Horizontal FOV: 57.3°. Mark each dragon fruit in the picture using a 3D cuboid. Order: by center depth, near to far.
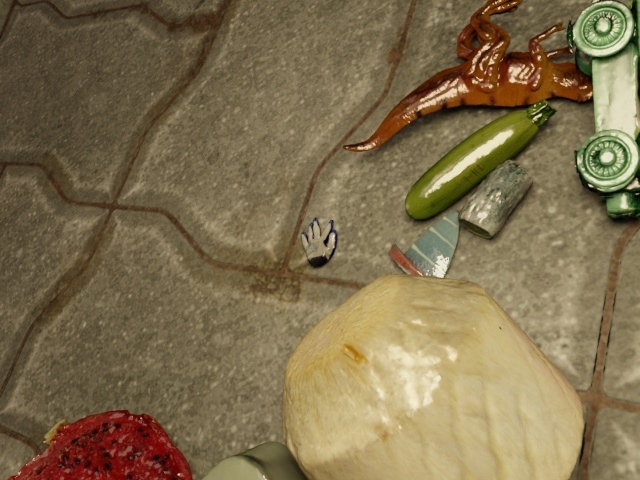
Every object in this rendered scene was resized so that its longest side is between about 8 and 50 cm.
[{"bbox_3d":[-0.318,0.378,0.883,0.317,0.152,0.205,-7,51,1],"label":"dragon fruit"}]

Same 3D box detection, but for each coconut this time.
[{"bbox_3d":[0.119,0.203,0.637,0.328,0.329,0.329,-13,61,24],"label":"coconut"}]

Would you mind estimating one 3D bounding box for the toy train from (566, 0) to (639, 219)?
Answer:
[{"bbox_3d":[0.411,-0.178,0.709,0.202,0.120,0.301,-4,85,31],"label":"toy train"}]

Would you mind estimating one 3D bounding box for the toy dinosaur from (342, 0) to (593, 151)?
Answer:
[{"bbox_3d":[0.243,-0.265,0.907,0.432,0.097,0.208,-10,69,25],"label":"toy dinosaur"}]

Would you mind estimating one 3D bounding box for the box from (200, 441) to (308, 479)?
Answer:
[{"bbox_3d":[-0.081,0.487,0.641,0.396,0.111,0.396,-47,63,16],"label":"box"}]

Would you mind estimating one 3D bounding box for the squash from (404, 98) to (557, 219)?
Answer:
[{"bbox_3d":[0.226,-0.118,0.859,0.252,0.066,0.066,-37,53,11],"label":"squash"}]

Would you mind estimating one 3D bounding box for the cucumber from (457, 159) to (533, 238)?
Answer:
[{"bbox_3d":[0.245,-0.059,0.821,0.064,0.064,0.112,34,84,37],"label":"cucumber"}]

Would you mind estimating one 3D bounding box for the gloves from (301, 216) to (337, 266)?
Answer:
[{"bbox_3d":[0.000,0.000,0.958,0.064,0.026,0.086,-24,52,16],"label":"gloves"}]

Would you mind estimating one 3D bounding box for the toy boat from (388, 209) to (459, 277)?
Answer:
[{"bbox_3d":[0.169,0.007,0.852,0.122,0.034,0.096,-43,58,3],"label":"toy boat"}]
